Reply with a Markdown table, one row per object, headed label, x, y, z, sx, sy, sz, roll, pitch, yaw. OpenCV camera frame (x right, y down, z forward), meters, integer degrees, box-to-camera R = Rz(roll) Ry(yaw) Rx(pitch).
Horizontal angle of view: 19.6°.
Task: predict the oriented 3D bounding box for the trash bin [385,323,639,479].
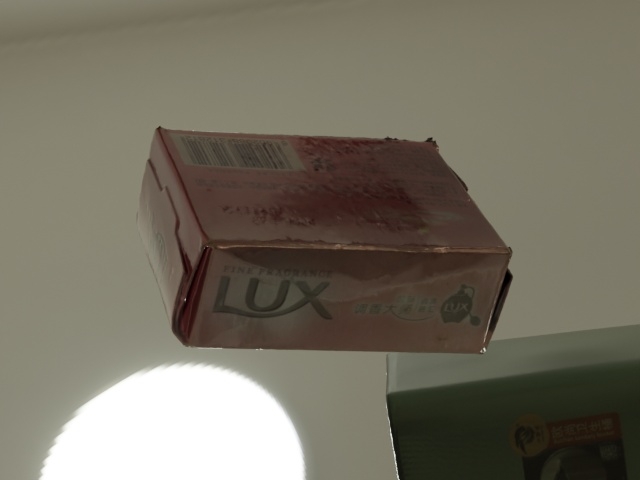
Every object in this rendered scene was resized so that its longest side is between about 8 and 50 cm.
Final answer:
| label | x | y | z | sx | sy | sz | roll | pitch | yaw |
| --- | --- | --- | --- | --- | --- | --- | --- | --- | --- |
| trash bin | 0.226 | 0.147 | 1.402 | 0.343 | 0.223 | 0.158 | -11 | -85 | 4 |

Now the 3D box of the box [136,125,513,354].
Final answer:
| label | x | y | z | sx | sy | sz | roll | pitch | yaw |
| --- | --- | --- | --- | --- | --- | --- | --- | --- | --- |
| box | 0.000 | 0.000 | 0.834 | 0.156 | 0.060 | 0.111 | 2 | -151 | -19 |
